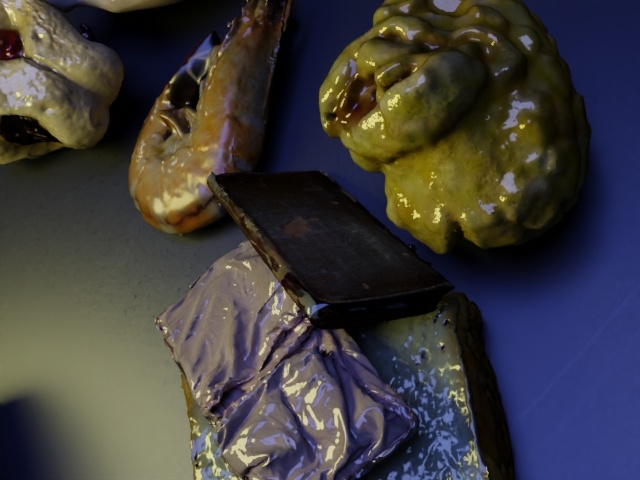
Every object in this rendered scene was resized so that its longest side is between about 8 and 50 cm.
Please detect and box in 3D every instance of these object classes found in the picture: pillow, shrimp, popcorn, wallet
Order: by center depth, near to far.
[{"bbox_3d":[-0.040,0.092,0.750,0.135,0.049,0.248,-38,44,0],"label":"pillow"},{"bbox_3d":[0.110,-0.103,0.773,0.200,0.203,0.226,13,83,33],"label":"popcorn"},{"bbox_3d":[0.000,0.000,0.800,0.232,0.121,0.031,47,134,52],"label":"wallet"},{"bbox_3d":[-0.107,-0.141,0.962,0.152,0.063,0.287,6,72,36],"label":"shrimp"}]

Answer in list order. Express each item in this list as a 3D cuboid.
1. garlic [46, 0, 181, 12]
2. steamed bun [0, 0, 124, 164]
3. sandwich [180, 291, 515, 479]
[{"bbox_3d":[-0.177,-0.384,0.992,0.245,0.231,0.340,32,77,27],"label":"garlic"},{"bbox_3d":[-0.273,-0.156,0.988,0.155,0.141,0.172,17,72,23],"label":"steamed bun"},{"bbox_3d":[0.017,0.165,0.763,0.251,0.087,0.226,-16,65,16],"label":"sandwich"}]
